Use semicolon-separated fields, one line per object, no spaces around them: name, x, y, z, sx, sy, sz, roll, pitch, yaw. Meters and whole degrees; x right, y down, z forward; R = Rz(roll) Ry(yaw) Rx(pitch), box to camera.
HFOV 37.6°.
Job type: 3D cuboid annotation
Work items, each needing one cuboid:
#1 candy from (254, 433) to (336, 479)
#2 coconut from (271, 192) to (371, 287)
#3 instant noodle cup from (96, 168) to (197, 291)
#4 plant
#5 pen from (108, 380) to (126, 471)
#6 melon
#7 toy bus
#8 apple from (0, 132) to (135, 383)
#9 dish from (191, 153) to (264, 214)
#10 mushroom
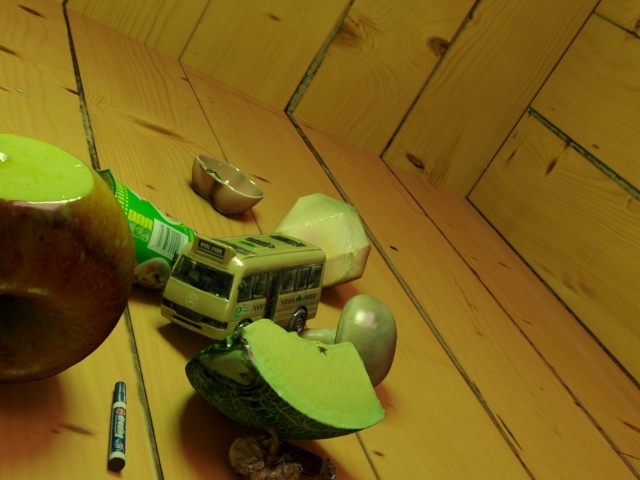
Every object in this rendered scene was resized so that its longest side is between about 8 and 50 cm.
candy;-0.041;0.377;1.615;0.175;0.045;0.043;25;-15;-17
coconut;0.000;0.000;2.393;0.259;0.259;0.259;29;18;-10
instant noodle cup;-0.367;-0.003;1.847;0.232;0.207;0.207;27;17;-37
plant;-0.082;0.341;1.516;0.116;0.122;0.104;6;30;-35
pen;-0.310;0.280;1.445;0.025;0.025;0.204;25;19;-21
melon;-0.083;0.228;1.594;0.331;0.226;0.343;27;13;30
toy bus;-0.146;0.087;1.881;0.177;0.202;0.365;20;12;26
apple;-0.460;0.010;1.364;0.384;0.374;0.374;39;10;-39
dish;-0.263;-0.139;2.538;0.213;0.090;0.213;31;16;-10
mushroom;0.054;0.217;2.004;0.215;0.207;0.207;1;14;11
